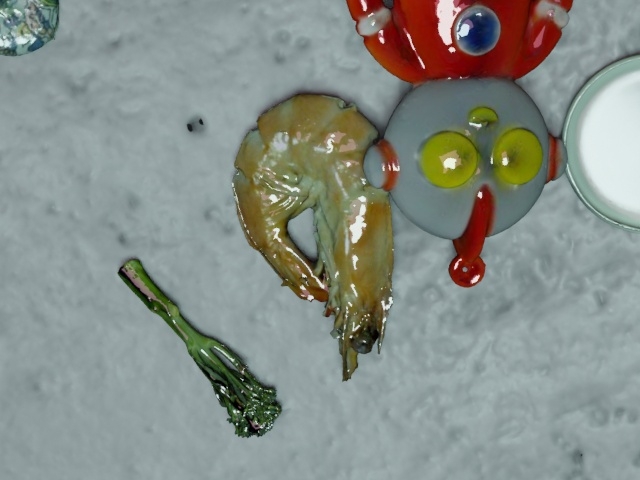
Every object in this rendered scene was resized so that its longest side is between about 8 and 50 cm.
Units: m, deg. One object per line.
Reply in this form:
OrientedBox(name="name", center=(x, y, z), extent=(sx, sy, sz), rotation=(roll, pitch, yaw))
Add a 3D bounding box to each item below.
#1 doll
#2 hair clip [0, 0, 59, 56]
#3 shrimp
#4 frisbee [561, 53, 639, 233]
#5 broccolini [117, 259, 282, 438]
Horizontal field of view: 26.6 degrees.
OrientedBox(name="doll", center=(0.083, -0.093, 0.789), extent=(0.142, 0.076, 0.245), rotation=(-2, 94, -11))
OrientedBox(name="hair clip", center=(-0.269, -0.174, 0.828), extent=(0.229, 0.036, 0.066), rotation=(21, 93, 2))
OrientedBox(name="shrimp", center=(0.000, 0.000, 0.827), extent=(0.099, 0.041, 0.180), rotation=(-9, 98, 7))
OrientedBox(name="frisbee", center=(0.200, -0.058, 0.814), extent=(0.110, 0.014, 0.110), rotation=(1, 99, 6))
OrientedBox(name="broccolini", center=(-0.079, 0.070, 0.857), extent=(0.140, 0.030, 0.035), rotation=(46, 136, 2))
